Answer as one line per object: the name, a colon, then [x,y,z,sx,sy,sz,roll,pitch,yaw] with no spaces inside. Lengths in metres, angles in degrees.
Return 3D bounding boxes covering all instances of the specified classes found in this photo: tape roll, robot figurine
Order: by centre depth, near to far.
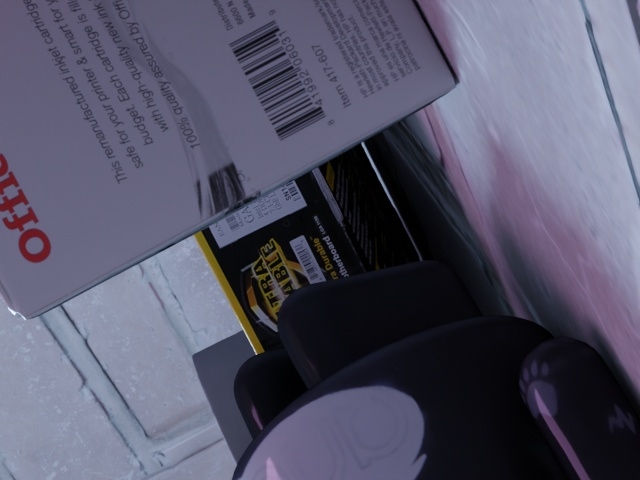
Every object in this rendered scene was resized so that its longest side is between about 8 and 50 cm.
robot figurine: [0.069,0.144,0.734,0.278,0.173,0.209,61,-179,25]
tape roll: [-0.010,0.161,1.158,0.219,0.072,0.219,63,177,6]

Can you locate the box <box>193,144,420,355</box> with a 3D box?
box: [0.000,0.000,0.990,0.257,0.079,0.322,61,-172,-13]

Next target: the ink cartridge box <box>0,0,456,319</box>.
ink cartridge box: [-0.069,-0.078,0.704,0.148,0.203,0.086,62,177,-1]
